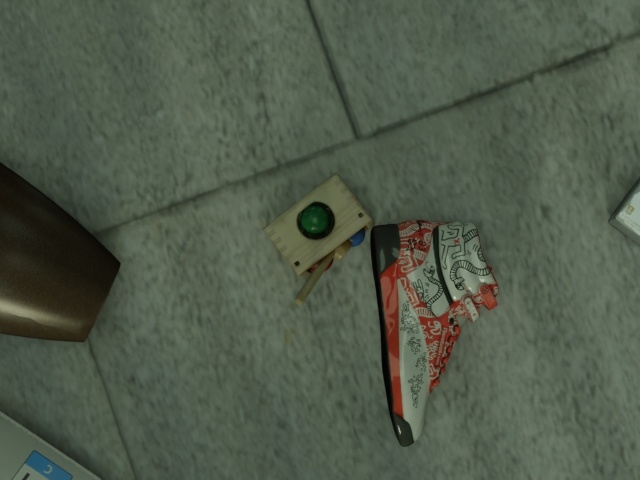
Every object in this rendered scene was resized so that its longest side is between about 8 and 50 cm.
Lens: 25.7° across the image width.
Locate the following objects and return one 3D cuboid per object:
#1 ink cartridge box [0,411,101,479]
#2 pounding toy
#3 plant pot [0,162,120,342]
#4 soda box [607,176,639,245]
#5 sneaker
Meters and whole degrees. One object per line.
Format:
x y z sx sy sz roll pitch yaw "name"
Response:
-0.455 0.319 1.679 0.296 0.066 0.261 32 67 5 "ink cartridge box"
0.000 0.000 1.669 0.130 0.141 0.100 -38 85 1 "pounding toy"
-0.365 0.026 1.678 0.230 0.215 0.215 25 89 -10 "plant pot"
0.454 0.010 1.675 0.216 0.069 0.074 36 89 4 "soda box"
0.144 0.108 1.679 0.144 0.090 0.270 -6 91 -3 "sneaker"
